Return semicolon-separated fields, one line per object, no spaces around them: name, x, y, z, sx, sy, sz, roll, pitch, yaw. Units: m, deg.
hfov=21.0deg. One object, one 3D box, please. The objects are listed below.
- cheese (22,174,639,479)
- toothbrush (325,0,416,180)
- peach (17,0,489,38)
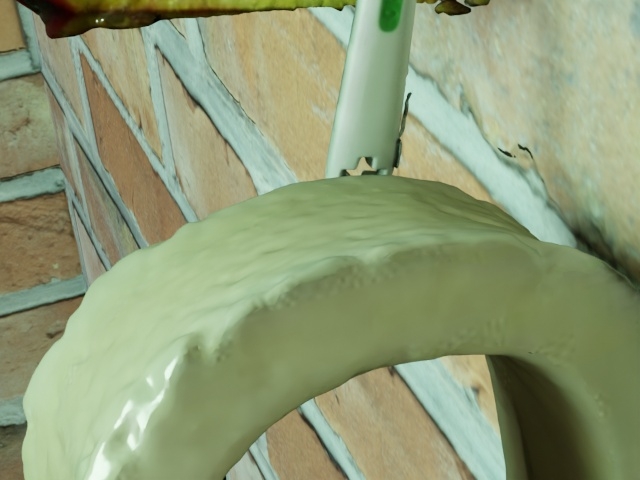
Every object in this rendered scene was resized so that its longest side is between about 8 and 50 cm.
cheese;0.029;0.144;0.811;0.153;0.292;0.332;-145;36;-68
toothbrush;0.040;-0.199;0.751;0.040;0.042;0.418;-112;26;-54
peach;-0.055;-0.198;0.846;0.154;0.267;0.159;-100;4;-60
